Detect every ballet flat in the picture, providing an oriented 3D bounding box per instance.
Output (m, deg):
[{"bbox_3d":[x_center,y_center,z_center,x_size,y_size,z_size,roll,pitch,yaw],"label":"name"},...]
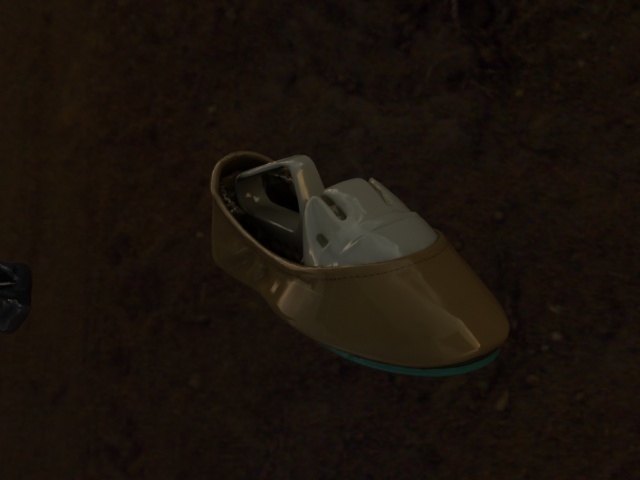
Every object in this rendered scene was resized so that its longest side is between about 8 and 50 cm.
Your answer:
[{"bbox_3d":[0.000,0.000,0.503,0.232,0.080,0.073,20,124,58],"label":"ballet flat"}]

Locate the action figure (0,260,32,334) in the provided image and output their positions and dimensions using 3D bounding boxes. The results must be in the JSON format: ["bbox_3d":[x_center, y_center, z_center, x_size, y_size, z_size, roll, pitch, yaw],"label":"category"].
[{"bbox_3d":[-0.240,-0.093,0.353,0.178,0.341,0.330,-44,54,34],"label":"action figure"}]
